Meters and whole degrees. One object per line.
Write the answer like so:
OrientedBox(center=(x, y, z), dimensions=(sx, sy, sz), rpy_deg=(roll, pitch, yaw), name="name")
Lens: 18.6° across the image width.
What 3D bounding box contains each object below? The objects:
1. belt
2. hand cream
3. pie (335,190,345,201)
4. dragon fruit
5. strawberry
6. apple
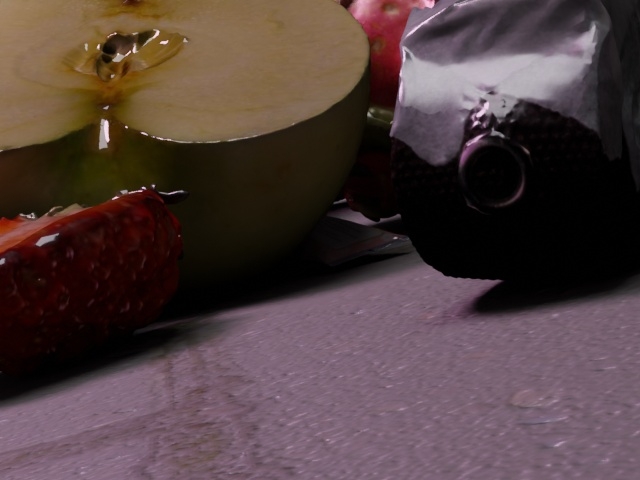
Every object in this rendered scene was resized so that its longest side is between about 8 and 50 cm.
OrientedBox(center=(0.150, -0.075, 1.122), dimensions=(0.164, 0.184, 0.289), rpy_deg=(-6, 13, 24), name="belt")
OrientedBox(center=(0.000, 0.000, 1.523), dimensions=(0.067, 0.043, 0.210), rpy_deg=(-17, 11, -19), name="hand cream")
OrientedBox(center=(-0.071, -0.116, 2.076), dimensions=(0.323, 0.070, 0.323), rpy_deg=(5, -33, 4), name="pie")
OrientedBox(center=(0.068, -0.137, 1.674), dimensions=(0.303, 0.231, 0.237), rpy_deg=(0, -13, 27), name="dragon fruit")
OrientedBox(center=(-0.161, 0.032, 1.230), dimensions=(0.174, 0.098, 0.228), rpy_deg=(-14, 8, 1), name="strawberry")
OrientedBox(center=(-0.145, -0.107, 1.489), dimensions=(0.311, 0.320, 0.360), rpy_deg=(-46, 17, 20), name="apple")
